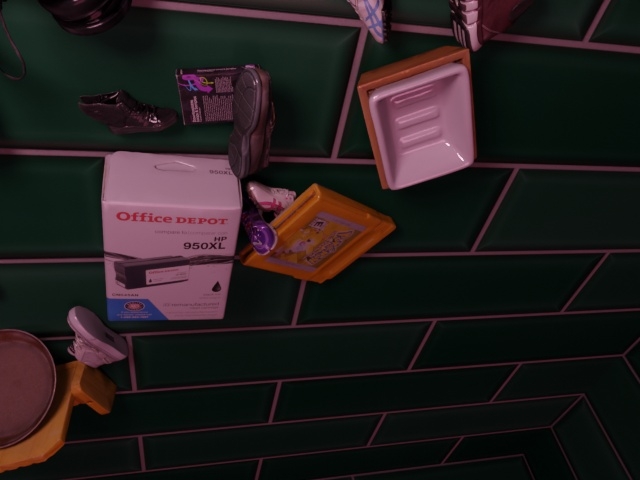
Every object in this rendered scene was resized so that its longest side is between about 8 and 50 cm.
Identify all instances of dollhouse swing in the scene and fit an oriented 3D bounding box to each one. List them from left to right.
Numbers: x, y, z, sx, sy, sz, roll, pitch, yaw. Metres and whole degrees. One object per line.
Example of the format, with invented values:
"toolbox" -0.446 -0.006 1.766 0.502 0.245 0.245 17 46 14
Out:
"dollhouse swing" -0.823 0.555 1.625 0.347 0.305 0.315 -14 143 -2

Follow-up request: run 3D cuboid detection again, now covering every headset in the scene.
"headset" -0.420 -0.413 0.826 0.394 0.185 0.243 -50 158 14

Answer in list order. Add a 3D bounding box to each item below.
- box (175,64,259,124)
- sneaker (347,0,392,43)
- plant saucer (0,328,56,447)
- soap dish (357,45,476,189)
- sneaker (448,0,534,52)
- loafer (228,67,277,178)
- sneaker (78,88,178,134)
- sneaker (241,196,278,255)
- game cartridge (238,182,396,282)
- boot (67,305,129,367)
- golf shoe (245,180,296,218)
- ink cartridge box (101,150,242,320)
"box" -0.201 -0.293 1.112 0.162 0.029 0.116 -7 138 -10
"sneaker" 0.069 -0.452 0.988 0.086 0.085 0.237 -3 148 28
"plant saucer" -0.855 0.398 1.493 0.310 0.310 0.050 -14 162 0
"soap dish" 0.211 -0.262 1.192 0.229 0.118 0.291 -18 137 4
"sneaker" 0.313 -0.492 1.002 0.162 0.106 0.281 -25 146 3
"loafer" -0.129 -0.238 1.119 0.084 0.096 0.267 -17 151 -28
"sneaker" -0.374 -0.257 1.086 0.170 0.051 0.089 -9 142 -1
"sneaker" -0.160 -0.035 1.289 0.068 0.170 0.071 -41 148 12
"game cartridge" 0.000 0.000 1.415 0.285 0.053 0.323 -40 143 26
"boot" -0.659 0.285 1.552 0.123 0.095 0.258 -24 138 1
"golf shoe" -0.105 -0.103 1.318 0.086 0.067 0.186 -38 143 15
"ink cartridge box" -0.350 0.007 1.289 0.285 0.166 0.395 1 135 -17
